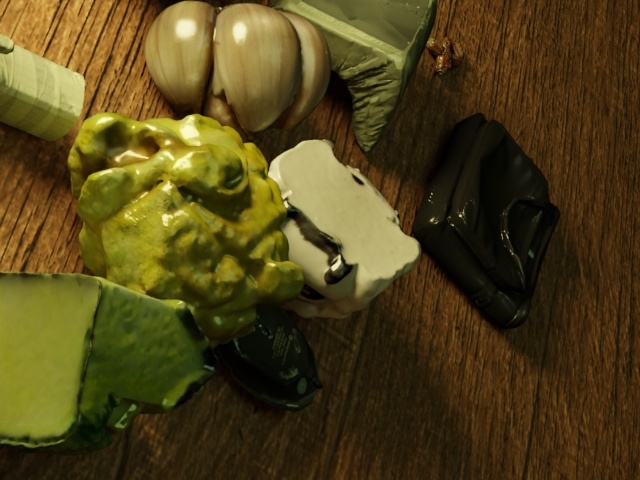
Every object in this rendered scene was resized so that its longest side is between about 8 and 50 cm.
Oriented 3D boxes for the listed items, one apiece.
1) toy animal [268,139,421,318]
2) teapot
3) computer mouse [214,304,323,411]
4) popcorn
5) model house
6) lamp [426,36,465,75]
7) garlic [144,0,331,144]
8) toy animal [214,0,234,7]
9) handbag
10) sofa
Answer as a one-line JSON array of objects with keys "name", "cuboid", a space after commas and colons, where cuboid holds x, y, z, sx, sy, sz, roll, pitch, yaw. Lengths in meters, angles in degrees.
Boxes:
[{"name": "toy animal", "cuboid": [0.000, 0.000, 1.718, 0.208, 0.156, 0.204, 46, 44, 4]}, {"name": "teapot", "cuboid": [-0.345, -0.181, 1.475, 0.200, 0.107, 0.077, 22, 58, -38]}, {"name": "computer mouse", "cuboid": [-0.075, 0.126, 1.641, 0.192, 0.062, 0.106, 48, 41, -27]}, {"name": "popcorn", "cuboid": [-0.148, -0.011, 1.500, 0.241, 0.235, 0.250, -7, 49, -28]}, {"name": "model house", "cuboid": [-0.231, 0.131, 1.379, 0.211, 0.194, 0.170, 21, 71, -54]}, {"name": "lamp", "cuboid": [0.200, -0.291, 2.182, 0.083, 0.031, 0.063, -18, 85, -54]}, {"name": "garlic", "cuboid": [-0.094, -0.221, 1.722, 0.214, 0.160, 0.191, 10, 64, -51]}, {"name": "toy animal", "cuboid": [-0.199, -0.440, 1.702, 0.358, 0.188, 0.226, 59, 32, -18]}, {"name": "handbag", "cuboid": [0.258, -0.033, 2.071, 0.244, 0.088, 0.275, 49, 41, -23]}, {"name": "sofa", "cuboid": [0.031, -0.281, 1.957, 0.225, 0.176, 0.210, 24, 48, -2]}]
